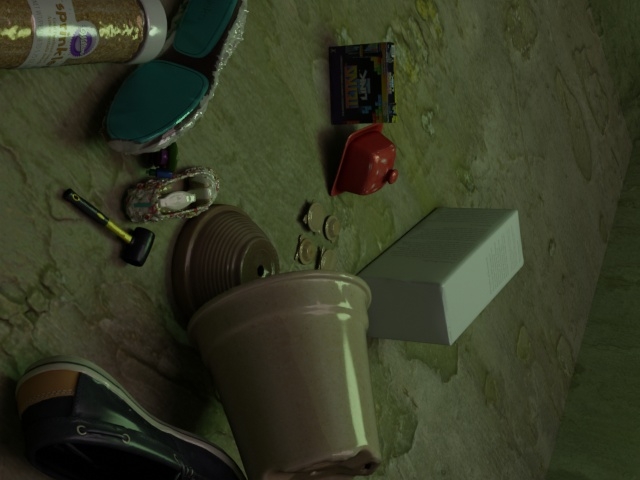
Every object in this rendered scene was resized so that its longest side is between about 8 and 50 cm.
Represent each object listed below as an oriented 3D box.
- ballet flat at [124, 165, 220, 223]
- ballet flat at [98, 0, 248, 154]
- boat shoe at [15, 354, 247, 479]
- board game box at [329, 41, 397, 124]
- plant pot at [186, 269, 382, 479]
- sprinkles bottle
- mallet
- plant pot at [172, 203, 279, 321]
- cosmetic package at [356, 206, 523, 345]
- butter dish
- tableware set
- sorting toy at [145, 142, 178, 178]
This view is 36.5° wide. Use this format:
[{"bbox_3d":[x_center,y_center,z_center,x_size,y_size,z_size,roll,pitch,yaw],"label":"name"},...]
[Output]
[{"bbox_3d":[-0.233,-0.074,1.664,0.241,0.077,0.091,-27,113,-53],"label":"ballet flat"},{"bbox_3d":[-0.225,-0.267,1.628,0.147,0.147,0.409,59,47,-40],"label":"ballet flat"},{"bbox_3d":[-0.277,0.363,1.500,0.500,0.187,0.156,49,22,-39],"label":"boat shoe"},{"bbox_3d":[0.092,-0.334,2.081,0.048,0.141,0.170,-13,102,-58],"label":"board game box"},{"bbox_3d":[-0.037,0.261,1.652,0.334,0.334,0.305,28,41,-54],"label":"plant pot"},{"bbox_3d":[-0.380,-0.307,1.389,0.355,0.121,0.121,-19,107,-54],"label":"sprinkles bottle"},{"bbox_3d":[-0.334,-0.034,1.554,0.190,0.039,0.062,51,52,-40],"label":"mallet"},{"bbox_3d":[-0.152,0.052,1.765,0.237,0.110,0.237,-3,94,-56],"label":"plant pot"},{"bbox_3d":[0.299,0.073,2.339,0.453,0.230,0.161,-35,121,-49],"label":"cosmetic package"},{"bbox_3d":[0.115,-0.161,2.119,0.160,0.118,0.160,-30,144,-53],"label":"butter dish"},{"bbox_3d":[0.000,0.000,2.072,0.168,0.020,0.141,33,66,-54],"label":"tableware set"},{"bbox_3d":[-0.267,-0.134,1.608,0.042,0.102,0.061,2,93,-21],"label":"sorting toy"}]
